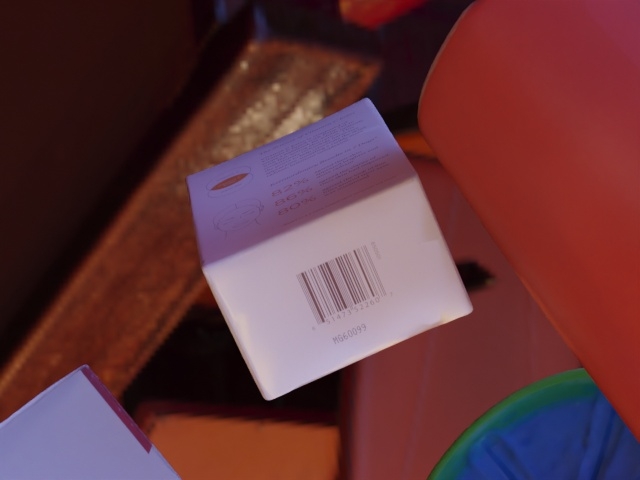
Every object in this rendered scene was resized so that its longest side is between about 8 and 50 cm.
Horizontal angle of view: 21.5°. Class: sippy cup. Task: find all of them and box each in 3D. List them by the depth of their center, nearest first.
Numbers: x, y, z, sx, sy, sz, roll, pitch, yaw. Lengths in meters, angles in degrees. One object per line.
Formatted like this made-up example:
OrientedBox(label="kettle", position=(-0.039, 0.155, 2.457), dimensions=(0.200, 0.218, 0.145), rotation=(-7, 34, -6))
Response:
OrientedBox(label="sippy cup", position=(0.202, 0.233, 1.059), dimensions=(0.305, 0.240, 0.224), rotation=(12, 155, 48))

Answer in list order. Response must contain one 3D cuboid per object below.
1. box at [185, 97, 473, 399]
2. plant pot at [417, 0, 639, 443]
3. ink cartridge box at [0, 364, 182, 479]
OrientedBox(label="box", position=(0.000, 0.000, 0.992), dimensions=(0.130, 0.091, 0.170), rotation=(-24, -160, 1))
OrientedBox(label="plant pot", position=(0.195, -0.039, 0.768), dimensions=(0.275, 0.243, 0.275), rotation=(-39, 163, -14))
OrientedBox(label="ink cartridge box", position=(-0.155, 0.182, 1.036), dimensions=(0.127, 0.128, 0.176), rotation=(-38, 169, -19))
